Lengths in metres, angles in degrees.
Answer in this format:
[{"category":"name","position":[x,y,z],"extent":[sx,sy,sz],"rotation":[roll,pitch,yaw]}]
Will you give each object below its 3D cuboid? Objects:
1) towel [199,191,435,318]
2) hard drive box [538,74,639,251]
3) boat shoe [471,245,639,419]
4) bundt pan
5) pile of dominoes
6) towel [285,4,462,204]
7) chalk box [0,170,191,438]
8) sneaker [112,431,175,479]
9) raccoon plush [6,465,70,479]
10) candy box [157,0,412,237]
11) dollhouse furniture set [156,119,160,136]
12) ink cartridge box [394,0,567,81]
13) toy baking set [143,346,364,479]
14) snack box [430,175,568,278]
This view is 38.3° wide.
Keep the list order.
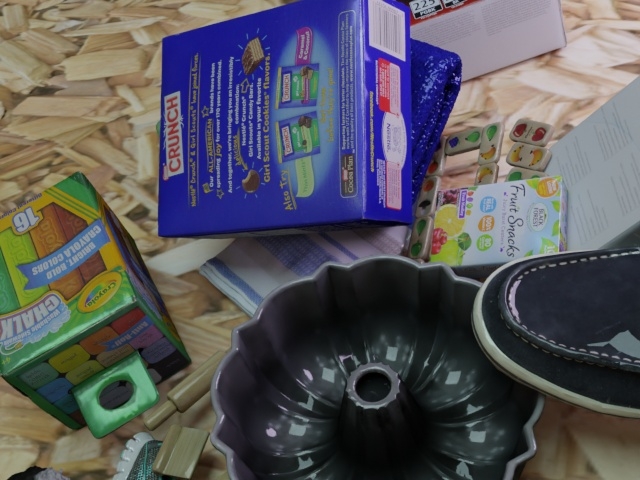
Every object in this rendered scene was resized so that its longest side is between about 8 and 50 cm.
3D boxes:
[{"category":"towel","position":[0.000,0.000,1.205],"extent":[0.285,0.034,0.209],"rotation":[-41,48,-14]},{"category":"hard drive box","position":[0.330,-0.055,0.990],"extent":[0.232,0.089,0.181],"rotation":[-41,36,36]},{"category":"boat shoe","position":[0.384,0.063,0.807],"extent":[0.499,0.156,0.187],"rotation":[5,54,17]},{"category":"bundt pan","position":[0.059,0.179,0.939],"extent":[0.330,0.124,0.331],"rotation":[-5,49,6]},{"category":"pile of dominoes","position":[0.173,-0.038,1.078],"extent":[0.196,0.040,0.251],"rotation":[-13,56,46]},{"category":"towel","position":[0.017,-0.178,1.211],"extent":[0.308,0.076,0.228],"rotation":[25,97,33]},{"category":"chalk box","position":[-0.290,0.098,1.129],"extent":[0.180,0.179,0.289],"rotation":[-31,55,-4]},{"category":"sneaker","position":[-0.198,0.291,1.019],"extent":[0.076,0.065,0.167],"rotation":[3,54,21]},{"category":"raccoon plush","position":[-0.225,0.422,0.886],"extent":[0.446,0.299,0.216],"rotation":[32,47,6]},{"category":"candy box","position":[-0.050,-0.140,1.132],"extent":[0.317,0.122,0.268],"rotation":[-3,84,35]},{"category":"dollhouse furniture set","position":[-0.200,-0.210,1.458],"extent":[0.151,0.059,0.076],"rotation":[-28,45,-2]},{"category":"ink cartridge box","position":[0.171,-0.360,1.379],"extent":[0.309,0.130,0.272],"rotation":[-19,44,8]},{"category":"toy baking set","position":[-0.071,0.194,1.049],"extent":[0.196,0.030,0.256],"rotation":[32,61,29]},{"category":"snack box","position":[0.193,-0.012,0.997],"extent":[0.141,0.037,0.100],"rotation":[-6,61,27]}]
